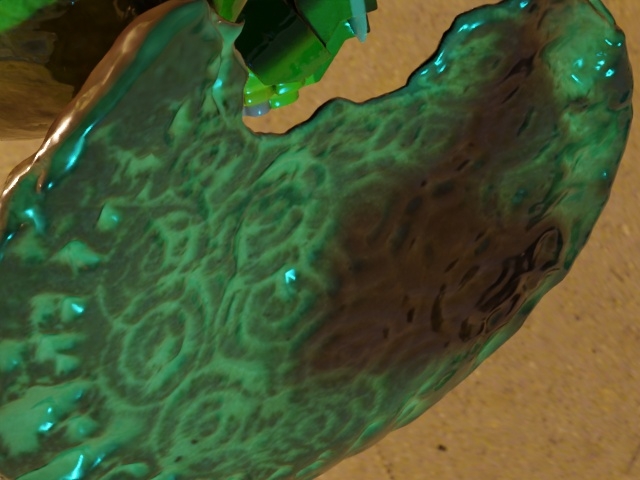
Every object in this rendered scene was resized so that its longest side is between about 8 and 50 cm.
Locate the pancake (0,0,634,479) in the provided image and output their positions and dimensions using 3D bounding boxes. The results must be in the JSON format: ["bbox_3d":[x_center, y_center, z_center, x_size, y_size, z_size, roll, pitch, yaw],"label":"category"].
[{"bbox_3d":[0.000,0.000,0.563,0.288,0.286,0.033,-40,52,-6],"label":"pancake"}]

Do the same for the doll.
[{"bbox_3d":[-0.058,-0.123,0.824,0.186,0.134,0.106,-44,34,2],"label":"doll"}]

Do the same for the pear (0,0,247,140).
[{"bbox_3d":[-0.123,-0.145,0.570,0.212,0.212,0.269,-52,46,3],"label":"pear"}]
